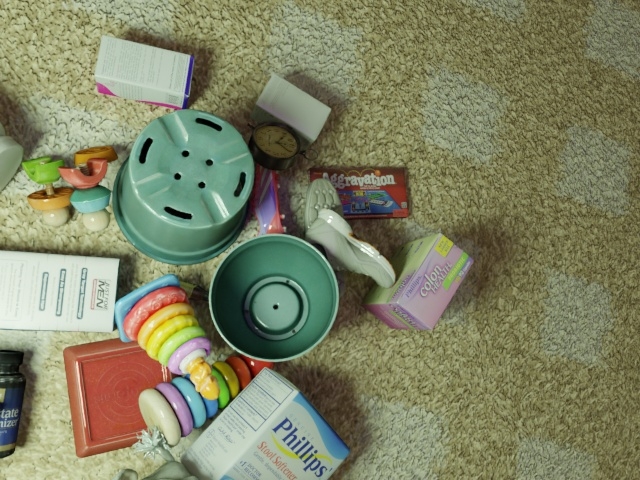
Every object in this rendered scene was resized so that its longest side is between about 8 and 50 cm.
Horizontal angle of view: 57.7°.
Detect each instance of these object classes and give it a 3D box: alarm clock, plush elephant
[{"bbox_3d":[-0.098,-0.233,1.480,0.192,0.064,0.129,10,52,-12],"label":"alarm clock"},{"bbox_3d":[-0.358,0.556,1.134,0.256,0.271,0.330,-24,67,-39],"label":"plush elephant"}]

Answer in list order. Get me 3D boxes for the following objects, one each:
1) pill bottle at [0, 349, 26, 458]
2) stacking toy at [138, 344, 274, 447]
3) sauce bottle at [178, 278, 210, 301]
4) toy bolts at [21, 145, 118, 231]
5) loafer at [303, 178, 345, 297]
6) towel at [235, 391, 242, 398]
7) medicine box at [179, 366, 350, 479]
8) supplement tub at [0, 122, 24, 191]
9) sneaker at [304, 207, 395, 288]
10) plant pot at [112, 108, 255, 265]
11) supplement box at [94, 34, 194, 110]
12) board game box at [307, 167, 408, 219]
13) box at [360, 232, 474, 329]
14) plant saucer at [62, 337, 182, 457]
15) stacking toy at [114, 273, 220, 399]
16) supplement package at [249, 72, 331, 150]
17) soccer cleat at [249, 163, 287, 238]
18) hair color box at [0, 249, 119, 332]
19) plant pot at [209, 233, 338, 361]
[{"bbox_3d":[-0.707,0.347,1.249,0.123,0.123,0.219,7,81,-16],"label":"pill bottle"},{"bbox_3d":[-0.248,0.338,1.368,0.330,0.141,0.141,-27,91,-36],"label":"stacking toy"},{"bbox_3d":[-0.322,0.126,1.442,0.128,0.042,0.042,20,77,-16],"label":"sauce bottle"},{"bbox_3d":[-0.539,-0.114,1.341,0.218,0.229,0.158,-24,118,-40],"label":"toy bolts"},{"bbox_3d":[0.000,0.000,1.519,0.112,0.111,0.319,0,86,-24],"label":"loafer"},{"bbox_3d":[-0.128,0.421,1.470,0.113,0.023,0.152,-38,94,-19],"label":"towel"},{"bbox_3d":[-0.121,0.496,1.346,0.289,0.149,0.263,-45,123,-17],"label":"medicine box"},{"bbox_3d":[-0.832,-0.223,1.234,0.316,0.228,0.228,37,74,-9],"label":"supplement tub"},{"bbox_3d":[0.066,0.045,1.441,0.262,0.099,0.121,42,78,-7],"label":"sneaker"},{"bbox_3d":[-0.303,-0.124,1.329,0.342,0.334,0.340,2,83,-17],"label":"plant pot"},{"bbox_3d":[-0.435,-0.411,1.444,0.220,0.111,0.113,8,80,-16],"label":"supplement box"},{"bbox_3d":[0.107,-0.131,1.617,0.282,0.027,0.144,-3,82,-17],"label":"board game box"},{"bbox_3d":[0.245,0.113,1.513,0.117,0.243,0.213,38,73,-9],"label":"box"},{"bbox_3d":[-0.454,0.357,1.366,0.259,0.048,0.258,-8,86,-18],"label":"plant saucer"},{"bbox_3d":[-0.312,0.234,1.294,0.166,0.175,0.302,-29,59,-31],"label":"stacking toy"},{"bbox_3d":[-0.081,-0.339,1.547,0.179,0.105,0.105,30,75,-11],"label":"supplement package"},{"bbox_3d":[-0.148,-0.118,1.513,0.095,0.083,0.247,-10,84,-4],"label":"soccer cleat"},{"bbox_3d":[-0.640,0.116,1.310,0.348,0.105,0.173,5,81,-16],"label":"hair color box"},{"bbox_3d":[-0.109,0.149,1.405,0.293,0.196,0.292,1,75,-3],"label":"plant pot"}]
